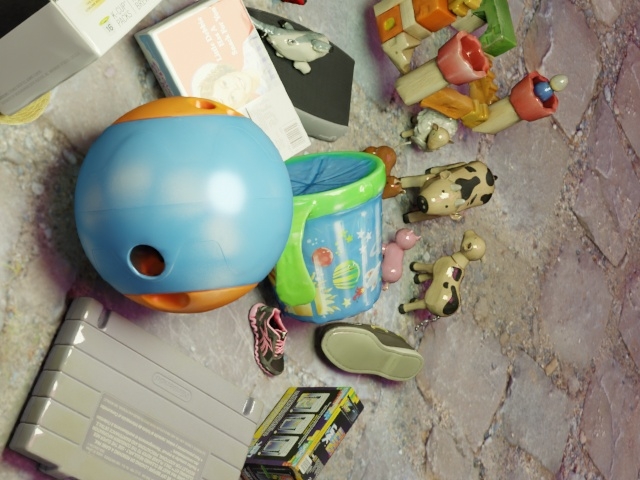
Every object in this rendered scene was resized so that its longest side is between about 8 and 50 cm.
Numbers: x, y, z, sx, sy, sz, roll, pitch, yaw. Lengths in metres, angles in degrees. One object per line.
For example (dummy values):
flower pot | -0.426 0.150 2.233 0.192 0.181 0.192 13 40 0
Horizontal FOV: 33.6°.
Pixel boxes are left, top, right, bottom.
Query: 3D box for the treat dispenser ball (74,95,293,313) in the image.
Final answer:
treat dispenser ball | -0.180 -0.047 1.409 0.288 0.288 0.288 7 81 -46

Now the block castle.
block castle | 0.269 -0.440 1.907 0.303 0.213 0.453 17 58 -43

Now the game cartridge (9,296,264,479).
game cartridge | -0.244 0.259 1.476 0.355 0.068 0.230 39 63 -37

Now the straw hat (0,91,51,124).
straw hat | -0.417 -0.204 1.344 0.144 0.061 0.144 20 61 -40

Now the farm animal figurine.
farm animal figurine | 0.218 -0.054 1.910 0.327 0.172 0.330 -43 115 -40

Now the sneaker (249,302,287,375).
sneaker | -0.074 0.156 1.666 0.047 0.057 0.119 -24 104 -47

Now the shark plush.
shark plush | -0.055 -0.320 1.686 0.161 0.073 0.067 8 58 -24

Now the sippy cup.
sippy cup | 0.000 0.000 1.655 0.305 0.240 0.224 -24 114 -36

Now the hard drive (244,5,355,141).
hard drive | -0.041 -0.274 1.749 0.255 0.054 0.172 19 72 -43

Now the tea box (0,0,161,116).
tea box | -0.340 -0.391 1.287 0.323 0.220 0.329 53 45 -20

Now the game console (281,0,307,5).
game console | -0.067 -0.466 1.727 0.085 0.124 0.144 -48 122 -7

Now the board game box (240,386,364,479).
board game box | -0.033 0.299 1.630 0.170 0.141 0.048 -50 118 -37

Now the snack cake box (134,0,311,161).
snack cake box | -0.144 -0.222 1.578 0.152 0.089 0.264 -32 110 -18

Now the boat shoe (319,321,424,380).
boat shoe | 0.078 0.182 1.816 0.228 0.068 0.081 24 108 -38
